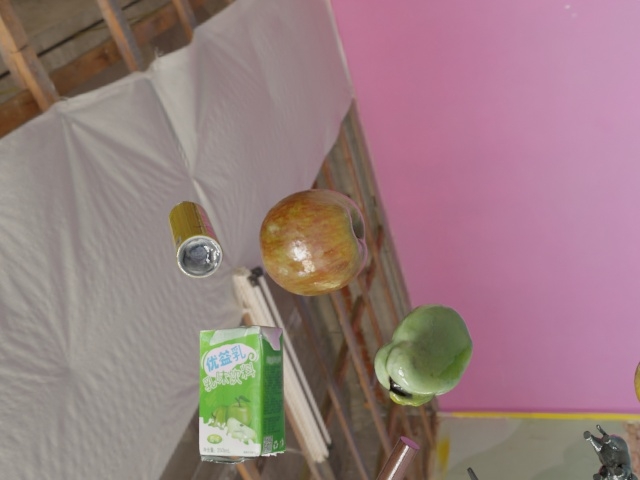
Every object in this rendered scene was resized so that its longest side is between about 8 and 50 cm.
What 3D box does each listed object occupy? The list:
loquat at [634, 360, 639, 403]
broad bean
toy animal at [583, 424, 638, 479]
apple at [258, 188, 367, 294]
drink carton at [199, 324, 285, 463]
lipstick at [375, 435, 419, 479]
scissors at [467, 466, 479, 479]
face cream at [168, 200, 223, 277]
[{"bbox_3d":[0.696,0.271,1.153,0.213,0.213,0.213,-4,-90,-69],"label":"loquat"},{"bbox_3d":[0.200,0.212,1.155,0.169,0.100,0.228,50,-118,-16],"label":"broad bean"},{"bbox_3d":[0.767,0.609,1.612,0.137,0.082,0.269,25,-136,-39],"label":"toy animal"},{"bbox_3d":[0.000,0.000,1.577,0.309,0.250,0.277,-40,-76,-46],"label":"apple"},{"bbox_3d":[-0.161,0.316,1.301,0.108,0.161,0.271,20,-115,-62],"label":"drink carton"},{"bbox_3d":[0.129,0.634,1.488,0.356,0.057,0.057,-62,-23,4],"label":"lipstick"},{"bbox_3d":[0.411,0.648,1.490,0.088,0.017,0.220,83,160,-62],"label":"scissors"},{"bbox_3d":[-0.313,-0.020,1.519,0.348,0.105,0.105,-132,26,-65],"label":"face cream"}]
